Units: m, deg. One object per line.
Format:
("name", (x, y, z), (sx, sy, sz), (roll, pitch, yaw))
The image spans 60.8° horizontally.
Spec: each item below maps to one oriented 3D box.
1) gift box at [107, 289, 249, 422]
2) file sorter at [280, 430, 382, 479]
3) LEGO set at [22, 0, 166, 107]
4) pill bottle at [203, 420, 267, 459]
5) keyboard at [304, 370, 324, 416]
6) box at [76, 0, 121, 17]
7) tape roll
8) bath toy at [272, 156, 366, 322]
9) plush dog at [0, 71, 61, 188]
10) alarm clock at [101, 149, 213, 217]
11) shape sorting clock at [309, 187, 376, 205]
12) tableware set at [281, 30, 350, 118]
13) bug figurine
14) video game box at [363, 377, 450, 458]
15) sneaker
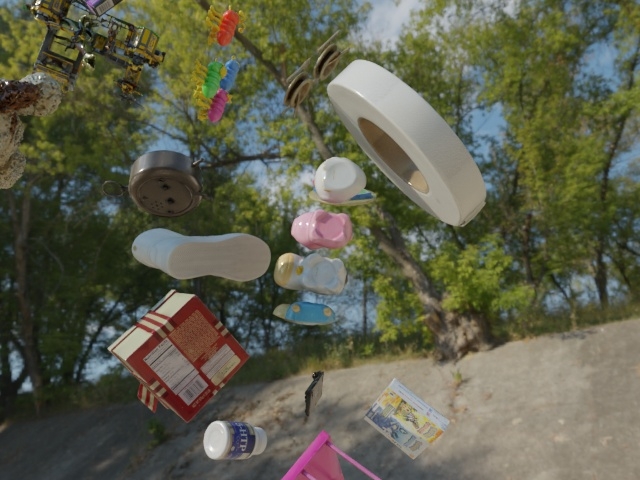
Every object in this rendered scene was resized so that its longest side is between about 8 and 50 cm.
("gift box", (-0.362, 0.305, 1.393), (0.255, 0.276, 0.258), (-40, 17, -25))
("file sorter", (-0.005, 0.538, 0.949), (0.182, 0.290, 0.202), (24, -37, 34))
("LEGO set", (-0.568, -0.444, 1.343), (0.331, 0.192, 0.255), (20, -9, -28))
("pill bottle", (-0.262, 0.629, 1.716), (0.112, 0.112, 0.186), (-19, -27, 34))
("keyboard", (-0.018, 0.426, 1.575), (0.023, 0.108, 0.180), (7, 4, 10))
("box", (-0.468, -0.537, 1.126), (0.116, 0.162, 0.029), (-47, -21, -18))
("tape roll", (0.170, -0.190, 1.104), (0.072, 0.392, 0.392), (-44, -21, -1))
("bath toy", (0.000, 0.000, 1.123), (0.151, 0.349, 0.129), (13, -12, 7))
("plush dog", (-0.635, -0.228, 1.034), (0.210, 0.263, 0.225), (28, 4, -35))
("alarm clock", (-0.299, -0.096, 0.988), (0.191, 0.064, 0.129), (-3, -39, -1))
("shape sorting clock", (0.068, -0.135, 1.662), (0.206, 0.040, 0.206), (-3, 20, 1))
("tableware set", (-0.011, -0.358, 1.207), (0.039, 0.194, 0.128), (37, -24, 7))
("bug figurine", (-0.231, -0.394, 1.265), (0.072, 0.216, 0.279), (16, -16, -4))
("video game box", (0.237, 0.506, 1.539), (0.048, 0.187, 0.205), (-45, -15, -43))
("sneaker", (-0.255, 0.021, 1.177), (0.169, 0.108, 0.292), (15, 5, 37))
